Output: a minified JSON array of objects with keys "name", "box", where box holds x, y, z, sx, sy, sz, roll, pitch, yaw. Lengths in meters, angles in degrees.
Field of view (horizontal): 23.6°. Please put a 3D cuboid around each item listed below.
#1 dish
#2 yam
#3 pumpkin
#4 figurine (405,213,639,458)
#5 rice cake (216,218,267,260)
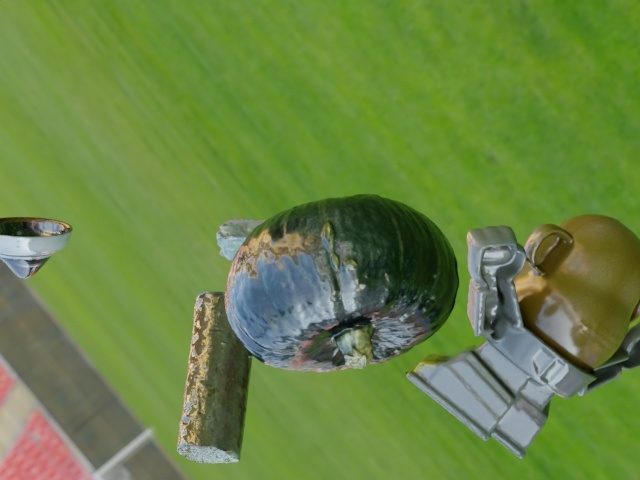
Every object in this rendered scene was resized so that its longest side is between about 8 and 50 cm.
[{"name":"dish","box":[-0.434,0.017,2.238,0.141,0.141,0.078,-151,62,-62]},{"name":"yam","box":[-0.101,0.139,1.526,0.068,0.068,0.169,90,-176,-63]},{"name":"pumpkin","box":[0.019,0.044,1.371,0.211,0.211,0.152,103,152,-76]},{"name":"figurine","box":[0.261,0.096,1.754,0.167,0.285,0.342,43,-168,27]},{"name":"rice cake","box":[0.000,0.000,1.560,0.043,0.211,0.034,90,-178,-46]}]
